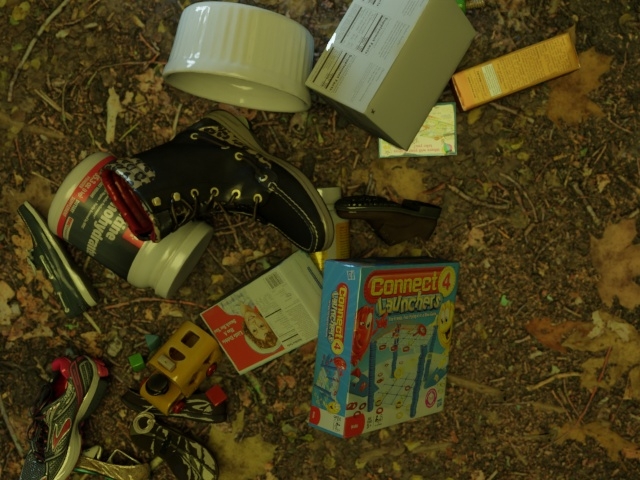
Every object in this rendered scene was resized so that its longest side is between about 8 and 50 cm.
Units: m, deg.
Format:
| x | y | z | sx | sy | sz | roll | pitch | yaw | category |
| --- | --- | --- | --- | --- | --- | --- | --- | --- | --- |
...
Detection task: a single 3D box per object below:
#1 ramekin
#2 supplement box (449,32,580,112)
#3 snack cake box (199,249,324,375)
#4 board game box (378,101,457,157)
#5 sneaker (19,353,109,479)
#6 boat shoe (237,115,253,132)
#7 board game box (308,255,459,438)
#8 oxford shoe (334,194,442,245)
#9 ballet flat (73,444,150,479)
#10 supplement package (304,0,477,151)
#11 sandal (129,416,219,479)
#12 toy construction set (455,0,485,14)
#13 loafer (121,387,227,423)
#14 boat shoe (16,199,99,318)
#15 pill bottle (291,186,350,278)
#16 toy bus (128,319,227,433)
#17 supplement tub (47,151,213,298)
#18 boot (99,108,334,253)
| x | y | z | sx | sy | sz | roll | pitch | yaw | category |
| --- | --- | --- | --- | --- | --- | --- | --- | --- | --- |
| -0.143 | -0.335 | 1.462 | 0.277 | 0.277 | 0.135 | 10 | 89 | 3 | ramekin |
| 0.369 | -0.319 | 1.520 | 0.233 | 0.078 | 0.080 | -21 | 94 | 6 | supplement box |
| -0.096 | 0.141 | 1.525 | 0.264 | 0.089 | 0.152 | -31 | 95 | 41 | snack cake box |
| 0.190 | -0.217 | 1.567 | 0.154 | 0.026 | 0.103 | -2 | 95 | 4 | board game box |
| -0.543 | 0.369 | 1.603 | 0.121 | 0.112 | 0.299 | 16 | 84 | 34 | sneaker |
| -0.147 | -0.182 | 1.589 | 0.049 | 0.042 | 0.133 | -6 | 94 | 34 | boat shoe |
| 0.126 | 0.185 | 1.479 | 0.086 | 0.308 | 0.302 | 11 | 98 | 42 | board game box |
| 0.127 | -0.034 | 1.529 | 0.227 | 0.083 | 0.096 | 8 | 104 | -24 | oxford shoe |
| -0.452 | 0.468 | 1.666 | 0.206 | 0.073 | 0.067 | 15 | 70 | 0 | ballet flat |
| 0.133 | -0.331 | 1.444 | 0.145 | 0.204 | 0.262 | 33 | 93 | 31 | supplement package |
| -0.299 | 0.436 | 1.652 | 0.219 | 0.060 | 0.090 | 25 | 91 | 16 | sandal |
| 0.156 | -0.572 | 1.410 | 0.237 | 0.309 | 0.257 | -6 | 77 | 13 | toy construction set |
| -0.297 | 0.323 | 1.634 | 0.220 | 0.080 | 0.078 | 8 | 84 | -2 | loafer |
| -0.548 | 0.040 | 1.613 | 0.079 | 0.095 | 0.254 | -32 | 102 | -5 | boat shoe |
| 0.000 | 0.000 | 1.556 | 0.117 | 0.117 | 0.208 | -2 | 95 | 4 | pill bottle |
| -0.289 | 0.255 | 1.566 | 0.191 | 0.104 | 0.202 | -9 | 58 | -2 | toy bus |
| -0.366 | -0.029 | 1.542 | 0.272 | 0.191 | 0.191 | 33 | 97 | 1 | supplement tub |
| -0.186 | -0.070 | 1.421 | 0.284 | 0.138 | 0.377 | -28 | 63 | -34 | boot |
